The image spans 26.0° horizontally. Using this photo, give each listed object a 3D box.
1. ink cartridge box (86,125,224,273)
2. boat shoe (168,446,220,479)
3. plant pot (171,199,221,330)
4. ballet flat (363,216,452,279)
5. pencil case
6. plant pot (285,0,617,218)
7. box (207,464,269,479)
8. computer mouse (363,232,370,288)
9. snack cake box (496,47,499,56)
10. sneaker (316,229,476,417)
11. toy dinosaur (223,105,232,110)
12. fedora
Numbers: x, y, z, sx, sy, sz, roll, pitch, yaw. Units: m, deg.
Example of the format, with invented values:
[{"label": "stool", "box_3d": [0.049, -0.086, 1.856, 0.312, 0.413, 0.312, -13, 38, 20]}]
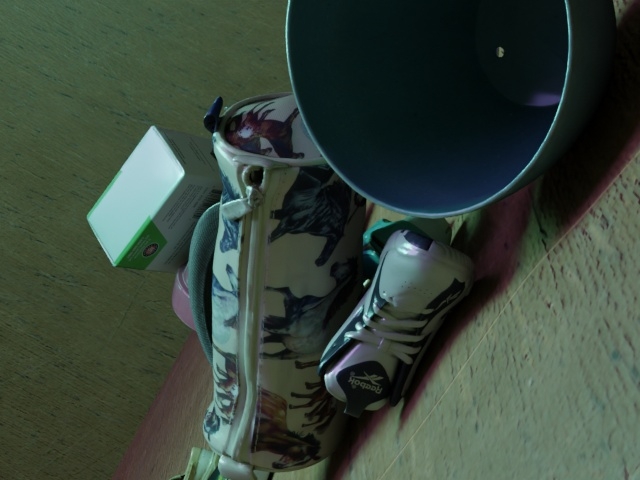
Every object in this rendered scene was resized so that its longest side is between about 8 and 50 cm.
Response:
[{"label": "ink cartridge box", "box_3d": [-0.205, -0.054, 2.292, 0.211, 0.289, 0.121, -51, 56, 22]}, {"label": "boat shoe", "box_3d": [-0.223, 0.406, 2.272, 0.170, 0.059, 0.063, -60, 8, 18]}, {"label": "plant pot", "box_3d": [-0.125, 0.038, 2.209, 0.201, 0.201, 0.180, -77, 1, -63]}, {"label": "ballet flat", "box_3d": [0.094, 0.002, 1.484, 0.087, 0.083, 0.247, -49, 8, -7]}, {"label": "pencil case", "box_3d": [-0.041, 0.051, 1.416, 0.183, 0.160, 0.410, -31, -45, -45]}, {"label": "plant pot", "box_3d": [0.141, -0.177, 1.206, 0.195, 0.290, 0.290, -14, -36, -49]}, {"label": "box", "box_3d": [-0.163, 0.417, 1.835, 0.322, 0.058, 0.232, -54, 11, 43]}, {"label": "computer mouse", "box_3d": [0.039, 0.042, 1.839, 0.106, 0.042, 0.193, -61, 8, 22]}, {"label": "snack cake box", "box_3d": [0.113, -0.148, 1.523, 0.264, 0.152, 0.089, -75, -6, -57]}, {"label": "sneaker", "box_3d": [0.066, 0.090, 1.299, 0.153, 0.094, 0.235, -67, 8, -20]}, {"label": "toy dinosaur", "box_3d": [-0.009, -0.159, 2.222, 0.127, 0.295, 0.200, -22, -28, -52]}, {"label": "fedora", "box_3d": [-0.031, 0.068, 1.630, 0.124, 0.243, 0.275, -27, -67, -54]}]
